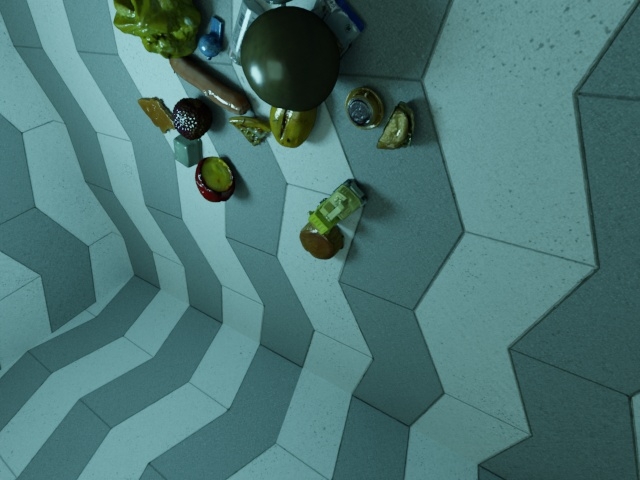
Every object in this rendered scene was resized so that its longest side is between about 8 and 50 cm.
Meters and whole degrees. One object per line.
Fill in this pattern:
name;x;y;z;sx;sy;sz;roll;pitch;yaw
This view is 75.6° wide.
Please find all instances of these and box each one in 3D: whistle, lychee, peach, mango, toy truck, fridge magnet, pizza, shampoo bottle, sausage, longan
whistle;-0.419;-0.758;1.567;0.090;0.090;0.158;37;142;12
lychee;-0.575;-0.534;1.835;0.188;0.188;0.188;25;138;25
peach;-0.511;-0.296;1.992;0.189;0.196;0.226;1;135;1
mango;-0.101;-0.467;1.501;0.177;0.120;0.295;35;141;14
toy truck;0.055;-0.122;1.638;0.124;0.157;0.272;49;142;-4
fridge magnet;0.141;-0.430;1.354;0.143;0.063;0.143;22;134;24
pizza;-0.296;-0.453;1.726;0.184;0.036;0.176;17;152;-4
shampoo bottle;-0.269;-0.734;1.468;0.086;0.056;0.227;43;143;1
sausage;-0.460;-0.643;1.702;0.419;0.094;0.094;37;-179;10
longan;-0.094;-0.545;1.251;0.319;0.319;0.319;25;138;25

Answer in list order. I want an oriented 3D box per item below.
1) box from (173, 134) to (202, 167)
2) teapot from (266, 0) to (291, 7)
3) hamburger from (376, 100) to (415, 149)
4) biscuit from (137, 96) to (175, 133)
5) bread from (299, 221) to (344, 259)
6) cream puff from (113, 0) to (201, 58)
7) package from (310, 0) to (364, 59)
box;-0.672;-0.453;2.074;0.124;0.093;0.172;33;141;16
teapot;-0.116;-0.771;1.230;0.239;0.162;0.149;-1;138;8
hamburger;0.256;-0.348;1.311;0.102;0.087;0.176;28;133;3
biscuit;-0.826;-0.643;2.091;0.280;0.043;0.183;37;138;20
bread;-0.001;-0.001;1.845;0.199;0.104;0.199;25;140;23
cream puff;-0.618;-0.816;1.558;0.323;0.270;0.274;20;141;32
package;0.036;-0.663;1.270;0.171;0.027;0.173;49;147;-5
